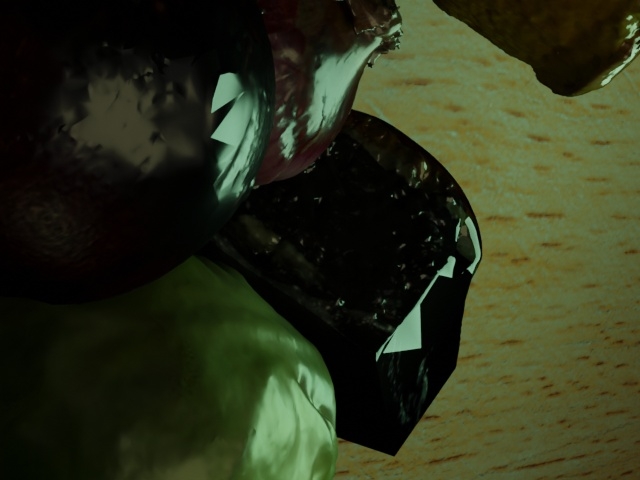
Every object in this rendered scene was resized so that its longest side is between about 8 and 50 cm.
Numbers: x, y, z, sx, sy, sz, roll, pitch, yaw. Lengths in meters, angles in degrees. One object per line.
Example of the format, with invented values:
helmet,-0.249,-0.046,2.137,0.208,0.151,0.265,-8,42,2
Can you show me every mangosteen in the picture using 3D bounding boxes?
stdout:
mangosteen,-0.173,-0.088,1.064,0.293,0.297,0.297,-55,149,-12

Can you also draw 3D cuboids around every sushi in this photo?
sushi,0.001,0.000,1.441,0.212,0.227,0.215,-54,154,-25

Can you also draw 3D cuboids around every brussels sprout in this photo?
brussels sprout,-0.148,0.131,1.294,0.344,0.344,0.268,13,75,-58

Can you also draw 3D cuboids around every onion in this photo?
onion,-0.025,-0.150,1.288,0.230,0.163,0.230,3,90,-69

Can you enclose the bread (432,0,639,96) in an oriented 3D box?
bread,0.201,-0.303,1.385,0.337,0.204,0.358,-52,-159,40
